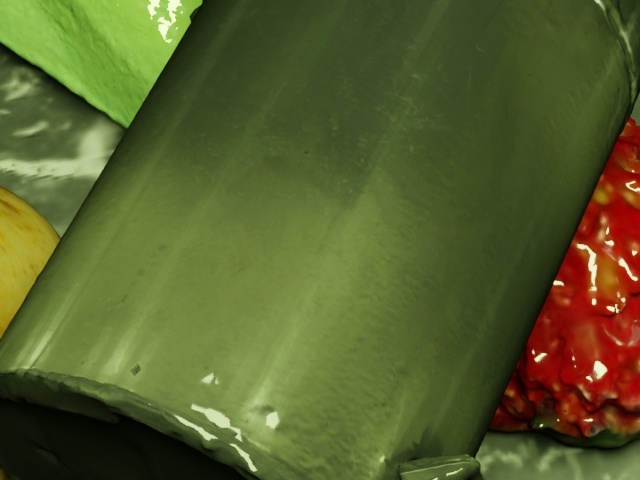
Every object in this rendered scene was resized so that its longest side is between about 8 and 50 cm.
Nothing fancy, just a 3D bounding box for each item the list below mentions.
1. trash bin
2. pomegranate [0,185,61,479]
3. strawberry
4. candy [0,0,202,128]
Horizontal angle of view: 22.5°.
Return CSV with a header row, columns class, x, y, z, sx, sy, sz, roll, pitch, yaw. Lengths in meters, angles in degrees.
class,x,y,z,sx,sy,sz,roll,pitch,yaw
trash bin,0.000,0.000,0.701,0.252,0.203,0.301,6,55,32
pomegranate,-0.214,0.073,0.761,0.248,0.248,0.248,-1,63,1
strawberry,0.133,-0.013,0.854,0.190,0.111,0.237,-16,63,-4
candy,-0.158,-0.184,0.949,0.343,0.142,0.132,36,114,16
